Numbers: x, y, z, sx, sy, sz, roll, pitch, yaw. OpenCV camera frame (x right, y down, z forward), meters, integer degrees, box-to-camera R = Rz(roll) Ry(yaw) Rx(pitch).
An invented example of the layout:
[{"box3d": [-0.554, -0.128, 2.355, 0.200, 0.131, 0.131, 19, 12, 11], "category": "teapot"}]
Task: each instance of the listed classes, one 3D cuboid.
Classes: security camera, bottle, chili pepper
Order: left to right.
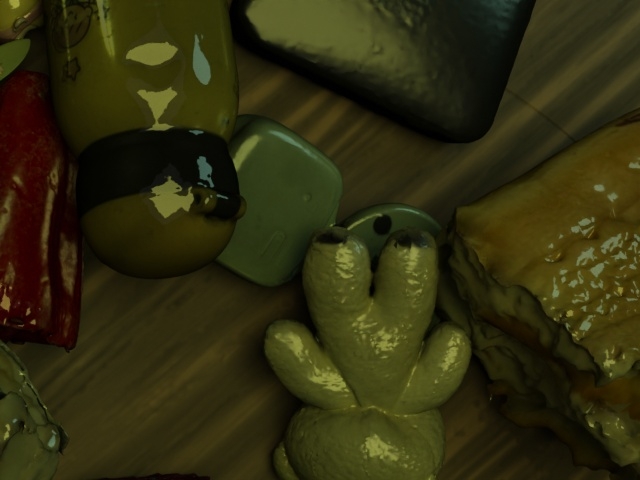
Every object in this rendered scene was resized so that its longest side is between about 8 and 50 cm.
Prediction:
[{"box3d": [-0.261, -0.026, 1.299, 0.144, 0.136, 0.253, 16, 72, -19], "category": "chili pepper"}, {"box3d": [-0.158, -0.139, 1.279, 0.171, 0.171, 0.351, -2, 74, -19], "category": "bottle"}, {"box3d": [0.000, 0.000, 1.413, 0.301, 0.080, 0.157, 33, 88, -25], "category": "security camera"}]

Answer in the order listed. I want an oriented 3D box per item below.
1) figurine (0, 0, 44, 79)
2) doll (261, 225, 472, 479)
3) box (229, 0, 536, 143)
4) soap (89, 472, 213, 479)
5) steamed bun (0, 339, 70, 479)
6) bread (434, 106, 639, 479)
[{"box3d": [-0.310, -0.176, 1.315, 0.083, 0.083, 0.187, 34, 77, -14], "category": "figurine"}, {"box3d": [0.050, 0.116, 1.376, 0.149, 0.175, 0.278, -26, 124, -57], "category": "doll"}, {"box3d": [0.079, -0.271, 1.461, 0.290, 0.073, 0.289, 23, 79, -17], "category": "box"}, {"box3d": [-0.187, 0.305, 1.310, 0.250, 0.099, 0.162, -36, 98, -18], "category": "soap"}, {"box3d": [-0.383, 0.213, 1.179, 0.394, 0.237, 0.347, -4, 63, 10], "category": "steamed bun"}, {"box3d": [0.340, 0.067, 1.403, 0.394, 0.250, 0.361, -29, 56, -29], "category": "bread"}]
